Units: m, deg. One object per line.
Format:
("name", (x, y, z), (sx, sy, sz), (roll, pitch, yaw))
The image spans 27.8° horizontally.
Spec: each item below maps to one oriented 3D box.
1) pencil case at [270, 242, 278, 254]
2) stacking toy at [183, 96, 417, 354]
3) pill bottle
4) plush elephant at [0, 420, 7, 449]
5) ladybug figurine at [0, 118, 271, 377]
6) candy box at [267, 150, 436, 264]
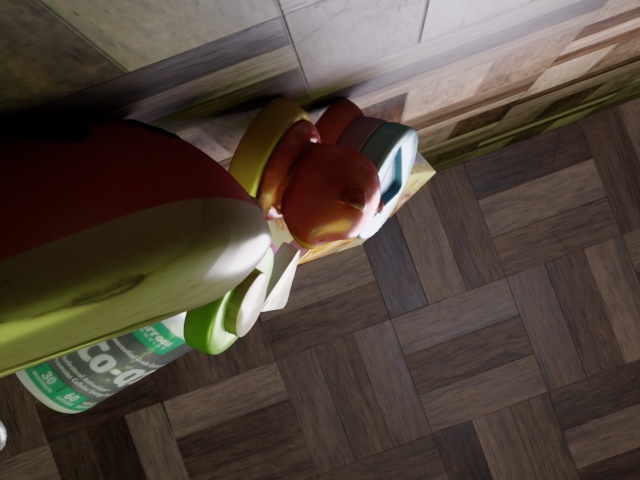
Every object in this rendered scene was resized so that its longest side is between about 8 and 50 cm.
("pencil case", (-0.242, 0.053, 2.138), (0.386, 0.160, 0.167), (-19, 170, -13))
("stacking toy", (0.000, 0.000, 1.321), (0.309, 0.130, 0.279), (-23, 138, -66))
("pill bottle", (-0.267, 0.089, 1.877), (0.361, 0.204, 0.204), (-31, 174, 21))
("plush elephant", (-0.421, 0.142, 1.272), (0.330, 0.255, 0.272), (-18, 177, -42))
("ladybug figurine", (-0.240, 0.017, 0.973), (0.449, 0.161, 0.305), (-18, 177, -36))
("candy box", (0.048, -0.066, 1.962), (0.183, 0.087, 0.316), (-45, 169, 18))
